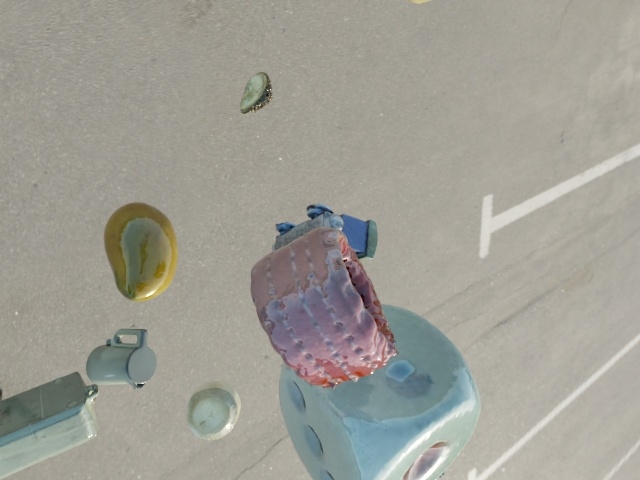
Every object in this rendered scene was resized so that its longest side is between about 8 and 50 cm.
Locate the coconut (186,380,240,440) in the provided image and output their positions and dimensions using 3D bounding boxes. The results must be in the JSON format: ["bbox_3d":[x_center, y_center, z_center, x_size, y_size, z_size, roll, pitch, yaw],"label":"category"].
[{"bbox_3d":[-0.406,0.643,1.809,0.202,0.222,0.202,1,82,-5],"label":"coconut"}]

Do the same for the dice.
[{"bbox_3d":[0.096,0.292,0.842,0.264,0.262,0.268,-21,134,-28],"label":"dice"}]

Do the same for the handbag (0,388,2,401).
[{"bbox_3d":[-0.804,0.343,0.892,0.342,0.152,0.288,20,130,-19],"label":"handbag"}]

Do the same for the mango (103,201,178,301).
[{"bbox_3d":[-0.532,0.035,1.419,0.211,0.317,0.173,13,145,-44],"label":"mango"}]

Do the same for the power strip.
[{"bbox_3d":[-0.360,0.215,0.473,0.272,0.078,0.052,-20,116,-26],"label":"power strip"}]

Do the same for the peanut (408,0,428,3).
[{"bbox_3d":[0.112,-0.442,0.713,0.313,0.149,0.149,-19,121,-44],"label":"peanut"}]

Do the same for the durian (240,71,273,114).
[{"bbox_3d":[-0.139,-0.329,1.051,0.066,0.052,0.130,15,63,-5],"label":"durian"}]

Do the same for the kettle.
[{"bbox_3d":[-0.480,0.294,1.167,0.098,0.148,0.127,57,37,-36],"label":"kettle"}]

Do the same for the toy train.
[{"bbox_3d":[0.000,0.000,1.322,0.202,0.299,0.131,17,68,-32],"label":"toy train"}]

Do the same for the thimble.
[{"bbox_3d":[0.005,0.081,0.608,0.125,0.163,0.190,-25,113,12],"label":"thimble"}]
